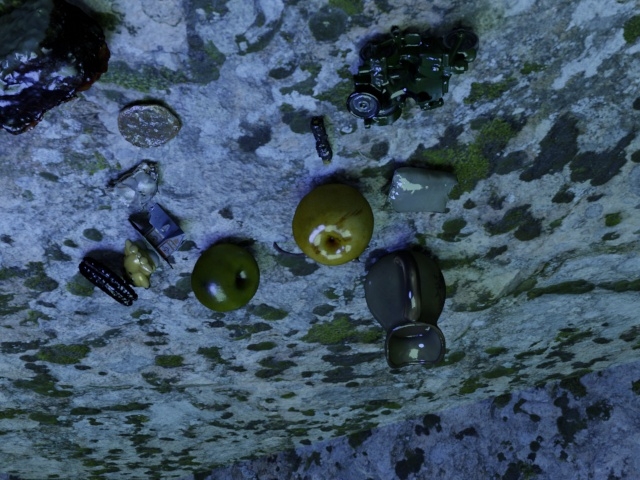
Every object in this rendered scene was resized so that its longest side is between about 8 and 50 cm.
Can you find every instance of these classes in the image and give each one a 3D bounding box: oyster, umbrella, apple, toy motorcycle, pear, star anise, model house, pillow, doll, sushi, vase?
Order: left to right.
[{"bbox_3d":[-0.561,-0.307,1.256,0.343,0.197,0.182,-22,136,22],"label":"sushi"},{"bbox_3d":[-0.494,0.065,1.822,0.117,0.086,0.291,46,156,0],"label":"doll"},{"bbox_3d":[-0.443,-0.128,1.639,0.165,0.053,0.108,-22,123,33],"label":"oyster"},{"bbox_3d":[-0.414,-0.019,1.765,0.088,0.117,0.167,-42,116,-7],"label":"model house"},{"bbox_3d":[-0.268,0.103,1.870,0.156,0.197,0.196,-8,150,39],"label":"apple"},{"bbox_3d":[0.000,0.000,1.828,0.227,0.218,0.148,-12,104,-14],"label":"star anise"},{"bbox_3d":[0.004,-0.227,1.567,0.037,0.040,0.144,-17,145,2],"label":"umbrella"},{"bbox_3d":[0.032,-0.046,1.688,0.208,0.209,0.209,-3,144,-2],"label":"pear"},{"bbox_3d":[0.250,0.168,1.922,0.240,0.303,0.329,-5,143,2],"label":"vase"},{"bbox_3d":[0.186,-0.327,1.377,0.275,0.127,0.205,-5,142,6],"label":"toy motorcycle"},{"bbox_3d":[0.255,-0.126,1.704,0.181,0.078,0.134,3,143,-13],"label":"pillow"}]

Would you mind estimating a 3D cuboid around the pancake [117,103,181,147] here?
[{"bbox_3d":[-0.382,-0.255,1.493,0.139,0.022,0.140,-3,145,-2],"label":"pancake"}]

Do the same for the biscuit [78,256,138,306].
[{"bbox_3d":[-0.594,0.116,1.883,0.194,0.053,0.194,33,161,13],"label":"biscuit"}]
